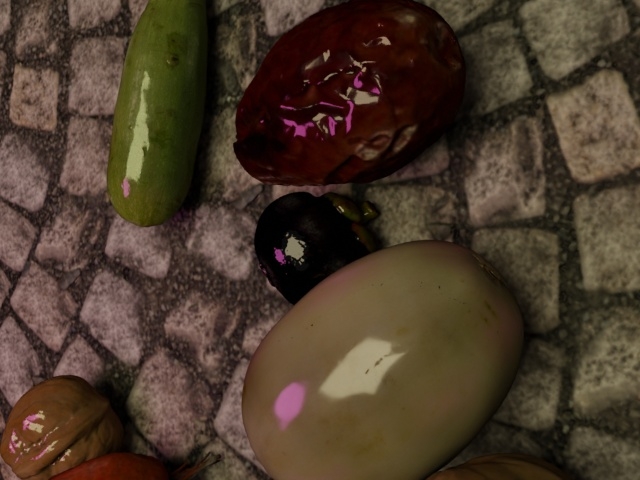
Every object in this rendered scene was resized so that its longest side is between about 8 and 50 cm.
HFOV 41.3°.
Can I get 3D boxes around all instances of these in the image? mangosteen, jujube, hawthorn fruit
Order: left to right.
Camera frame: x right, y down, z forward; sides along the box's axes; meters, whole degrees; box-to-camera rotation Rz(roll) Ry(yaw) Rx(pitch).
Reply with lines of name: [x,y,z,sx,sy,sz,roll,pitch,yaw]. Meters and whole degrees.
hawthorn fruit: [-0.251,0.360,1.071,0.299,0.211,0.211,-35,67,-5]
mangosteen: [0.000,0.000,0.970,0.151,0.137,0.137,-33,67,-9]
jujube: [0.021,-0.153,0.915,0.290,0.197,0.197,-20,77,47]

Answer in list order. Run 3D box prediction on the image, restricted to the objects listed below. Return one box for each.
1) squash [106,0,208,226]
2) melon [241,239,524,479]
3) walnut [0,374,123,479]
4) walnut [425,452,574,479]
squash: [-0.203,-0.200,1.104,0.118,0.118,0.370,11,91,33]
melon: [0.057,0.135,0.861,0.317,0.223,0.223,-44,66,20]
walnut: [-0.357,0.267,1.176,0.167,0.149,0.166,1,103,2]
walnut: [0.180,0.325,0.777,0.225,0.225,0.261,-38,75,26]
